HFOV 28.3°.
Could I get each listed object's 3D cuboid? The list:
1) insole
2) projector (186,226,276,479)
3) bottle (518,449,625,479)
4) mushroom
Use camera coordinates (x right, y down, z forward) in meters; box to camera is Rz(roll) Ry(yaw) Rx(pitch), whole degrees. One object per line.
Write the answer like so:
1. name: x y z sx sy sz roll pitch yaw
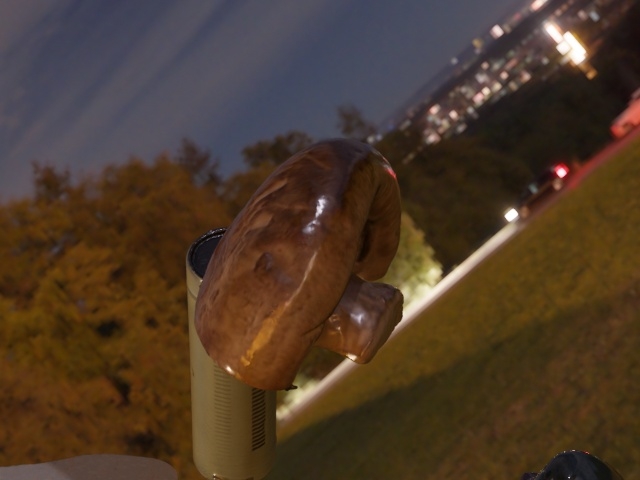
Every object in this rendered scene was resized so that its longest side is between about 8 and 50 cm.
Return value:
1. insole: -0.205 0.187 0.971 0.065 0.197 0.004 -122 38 -54
2. projector: -0.101 0.145 1.491 0.108 0.108 0.338 -42 -33 -40
3. bottle: 0.189 0.308 1.205 0.156 0.143 0.271 -11 -42 -44
4. mushroom: 0.000 0.000 0.998 0.286 0.156 0.151 -46 -23 -64
